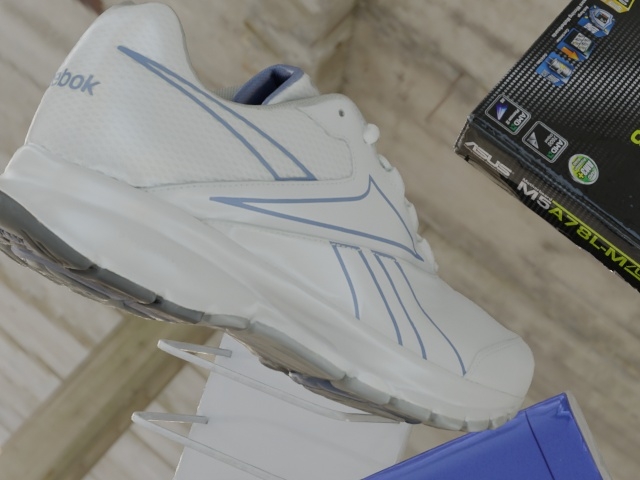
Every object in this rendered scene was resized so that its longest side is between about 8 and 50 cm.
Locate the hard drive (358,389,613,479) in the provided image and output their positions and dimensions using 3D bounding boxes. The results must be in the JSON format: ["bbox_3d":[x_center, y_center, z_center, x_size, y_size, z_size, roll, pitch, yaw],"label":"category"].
[{"bbox_3d":[0.073,0.265,0.996,0.210,0.318,0.040,67,17,10],"label":"hard drive"}]

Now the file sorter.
[{"bbox_3d":[-0.054,0.180,1.183,0.193,0.278,0.173,19,0,23],"label":"file sorter"}]

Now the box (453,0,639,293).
[{"bbox_3d":[0.206,-0.067,0.857,0.184,0.191,0.045,38,-28,11],"label":"box"}]

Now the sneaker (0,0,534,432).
[{"bbox_3d":[0.000,0.000,0.627,0.297,0.129,0.111,29,-12,-37],"label":"sneaker"}]
